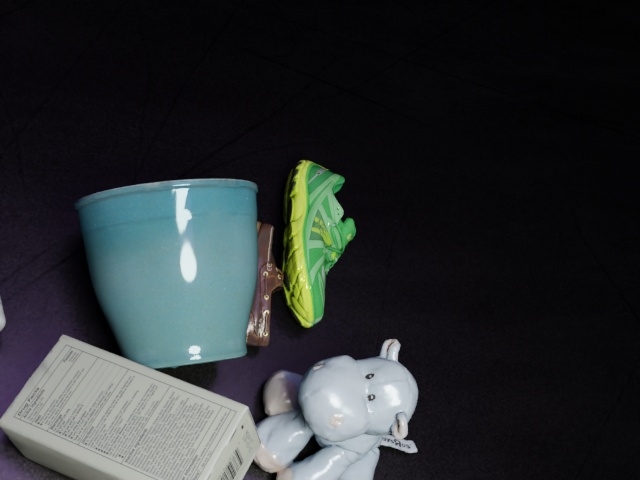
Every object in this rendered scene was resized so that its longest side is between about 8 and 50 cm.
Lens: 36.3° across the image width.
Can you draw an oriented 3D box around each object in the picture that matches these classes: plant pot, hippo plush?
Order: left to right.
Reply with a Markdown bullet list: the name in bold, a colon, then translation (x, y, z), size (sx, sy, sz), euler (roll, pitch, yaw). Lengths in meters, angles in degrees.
- **plant pot**: translation (-0.214, 0.058, 1.442), size (0.271, 0.271, 0.255), euler (-5, 85, -23)
- **hippo plush**: translation (0.053, 0.282, 1.445), size (0.294, 0.236, 0.234), euler (5, 66, -19)

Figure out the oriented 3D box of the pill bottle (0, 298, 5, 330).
- **pill bottle**: translation (-0.537, 0.031, 1.389), size (0.131, 0.131, 0.229), euler (-11, 72, -25)

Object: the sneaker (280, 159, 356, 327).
- **sneaker**: translation (0.000, 0.000, 1.621), size (0.123, 0.109, 0.296), euler (8, 65, -13)

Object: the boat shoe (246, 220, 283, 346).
- **boat shoe**: translation (-0.095, 0.071, 1.572), size (0.073, 0.073, 0.207), euler (10, 73, 2)

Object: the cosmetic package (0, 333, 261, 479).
- **cosmetic package**: translation (-0.256, 0.262, 1.326), size (0.309, 0.113, 0.160), euler (18, 56, 22)
